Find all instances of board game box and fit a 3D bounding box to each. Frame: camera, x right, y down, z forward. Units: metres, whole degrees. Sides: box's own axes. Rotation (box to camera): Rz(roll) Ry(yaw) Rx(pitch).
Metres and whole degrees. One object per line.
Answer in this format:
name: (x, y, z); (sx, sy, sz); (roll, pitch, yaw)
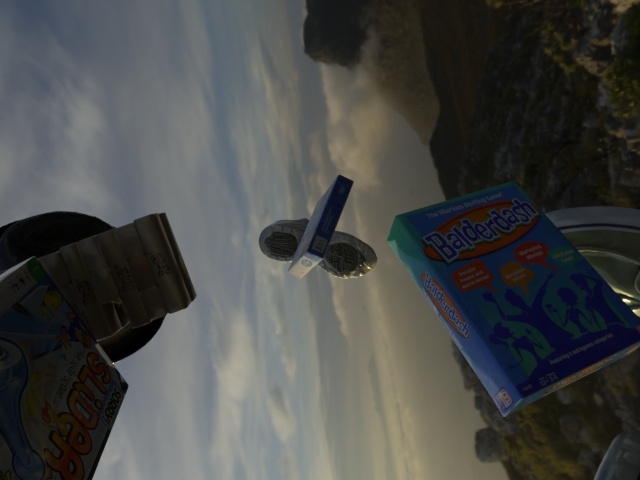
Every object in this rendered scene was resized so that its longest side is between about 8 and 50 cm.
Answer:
board game box: (-0.001, -0.012, 0.569); (0.090, 0.020, 0.090); (132, 162, -67)
board game box: (0.187, 0.043, 0.537); (0.210, 0.160, 0.047); (59, 155, 32)
board game box: (-0.194, 0.101, 0.349); (0.136, 0.035, 0.201); (62, 180, -17)

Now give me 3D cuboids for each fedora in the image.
fedora: (-0.412, 0.055, 0.911); (0.152, 0.334, 0.334); (129, 141, -49)

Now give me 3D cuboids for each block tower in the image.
block tower: (-0.288, 0.075, 0.502); (0.091, 0.335, 0.097); (-127, 18, -84)

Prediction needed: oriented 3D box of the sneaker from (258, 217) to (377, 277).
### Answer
sneaker: (0.000, 0.000, 1.067); (0.115, 0.232, 0.090); (-84, 12, -67)

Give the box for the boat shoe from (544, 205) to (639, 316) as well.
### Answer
boat shoe: (0.376, 0.043, 0.594); (0.109, 0.302, 0.094); (101, -176, -45)

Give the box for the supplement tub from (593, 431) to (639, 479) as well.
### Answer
supplement tub: (0.536, 0.403, 0.687); (0.207, 0.338, 0.207); (-14, -70, -45)
